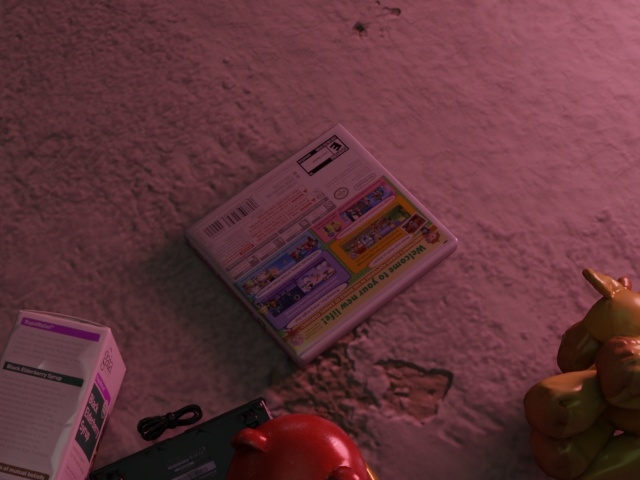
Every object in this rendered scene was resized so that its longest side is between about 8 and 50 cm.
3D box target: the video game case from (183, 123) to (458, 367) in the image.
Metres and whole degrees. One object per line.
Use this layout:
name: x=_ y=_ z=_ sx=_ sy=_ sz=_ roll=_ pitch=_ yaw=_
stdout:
video game case: x=0.000 y=0.000 z=1.311 sx=0.212 sy=0.023 sz=0.193 roll=-36 pitch=66 yaw=-18

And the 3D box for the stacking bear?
stacking bear: x=-0.016 y=0.233 z=1.030 sx=0.175 sy=0.289 sz=0.164 roll=27 pitch=65 yaw=15

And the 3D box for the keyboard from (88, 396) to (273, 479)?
keyboard: x=-0.126 y=0.207 z=1.201 sx=0.180 sy=0.023 sz=0.108 roll=-23 pitch=70 yaw=-12

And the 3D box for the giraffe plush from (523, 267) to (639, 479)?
giraffe plush: x=0.282 y=0.116 z=1.177 sx=0.210 sy=0.181 sz=0.170 roll=-16 pitch=40 yaw=4

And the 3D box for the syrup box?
syrup box: x=-0.263 y=0.191 z=1.170 sx=0.096 sy=0.093 sz=0.237 roll=12 pitch=62 yaw=8
